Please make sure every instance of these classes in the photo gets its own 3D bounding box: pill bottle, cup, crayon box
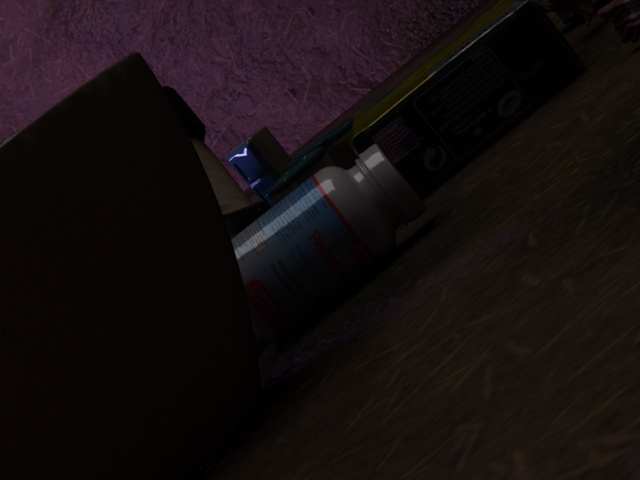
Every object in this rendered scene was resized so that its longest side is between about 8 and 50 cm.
[{"bbox_3d":[0.000,0.000,1.350,0.160,0.087,0.087,-39,5,5],"label":"pill bottle"},{"bbox_3d":[-0.178,0.068,1.188,0.331,0.237,0.331,-38,6,5],"label":"cup"},{"bbox_3d":[0.130,-0.139,1.657,0.202,0.081,0.318,-38,6,7],"label":"crayon box"}]

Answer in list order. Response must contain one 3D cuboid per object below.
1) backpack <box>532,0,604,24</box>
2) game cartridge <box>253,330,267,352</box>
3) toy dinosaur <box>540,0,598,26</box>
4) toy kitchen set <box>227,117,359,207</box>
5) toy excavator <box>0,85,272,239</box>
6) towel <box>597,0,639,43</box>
[{"bbox_3d":[0.270,-0.284,1.896,0.105,0.084,0.114,-41,11,-25],"label":"backpack"},{"bbox_3d":[-0.130,0.108,1.531,0.297,0.062,0.198,-35,11,39],"label":"game cartridge"},{"bbox_3d":[0.220,-0.257,1.719,0.211,0.112,0.064,-51,-19,-82],"label":"toy dinosaur"},{"bbox_3d":[-0.049,-0.073,2.100,0.166,0.122,0.207,-44,7,-40],"label":"toy kitchen set"},{"bbox_3d":[-0.290,0.105,1.789,0.433,0.222,0.445,-21,-29,-40],"label":"toy excavator"},{"bbox_3d":[0.351,-0.238,1.255,0.237,0.037,0.329,-38,7,-10],"label":"towel"}]
